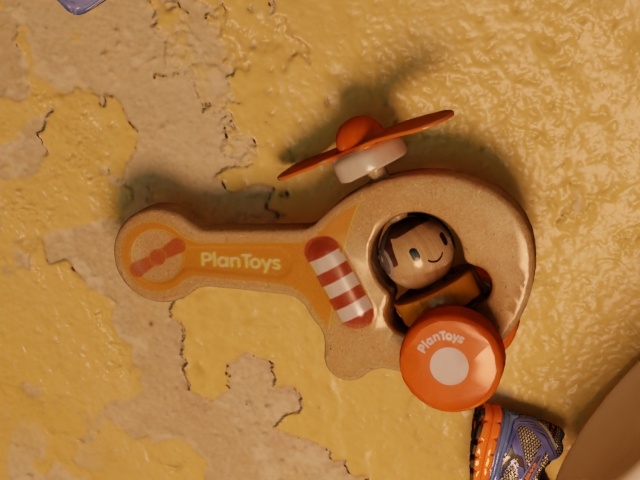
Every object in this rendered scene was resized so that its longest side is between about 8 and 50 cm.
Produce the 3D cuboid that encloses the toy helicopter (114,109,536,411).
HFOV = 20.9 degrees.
[{"bbox_3d":[0.000,0.000,1.430,0.355,0.140,0.235,3,108,13],"label":"toy helicopter"}]

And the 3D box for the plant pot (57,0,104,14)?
[{"bbox_3d":[-0.142,-0.342,1.290,0.236,0.212,0.236,-34,101,20],"label":"plant pot"}]

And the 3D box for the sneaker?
[{"bbox_3d":[0.170,0.250,1.516,0.087,0.083,0.221,3,112,5],"label":"sneaker"}]

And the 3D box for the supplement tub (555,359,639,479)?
[{"bbox_3d":[0.376,0.239,1.382,0.331,0.241,0.241,40,112,-4],"label":"supplement tub"}]
